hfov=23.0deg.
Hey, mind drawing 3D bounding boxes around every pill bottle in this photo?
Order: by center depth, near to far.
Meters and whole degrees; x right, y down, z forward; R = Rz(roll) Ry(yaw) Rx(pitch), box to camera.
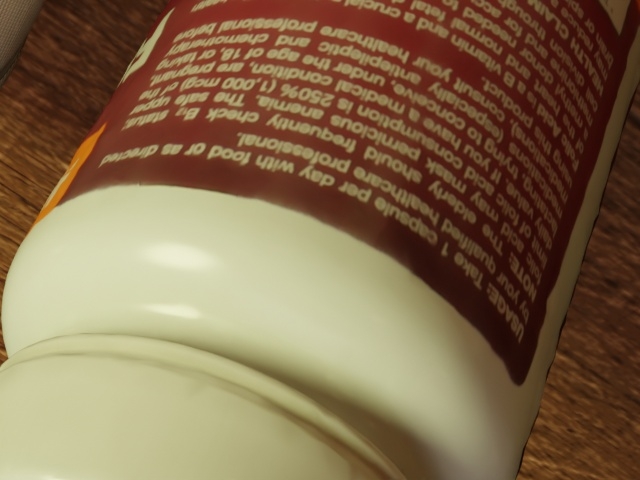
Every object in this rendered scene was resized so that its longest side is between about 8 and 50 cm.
[{"bbox_3d":[0.000,0.000,0.692,0.224,0.392,0.224,15,142,12],"label":"pill bottle"}]

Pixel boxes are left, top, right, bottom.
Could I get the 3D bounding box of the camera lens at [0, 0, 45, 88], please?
[{"bbox_3d":[-0.228,-0.171,0.756,0.219,0.219,0.274,32,142,-9],"label":"camera lens"}]
